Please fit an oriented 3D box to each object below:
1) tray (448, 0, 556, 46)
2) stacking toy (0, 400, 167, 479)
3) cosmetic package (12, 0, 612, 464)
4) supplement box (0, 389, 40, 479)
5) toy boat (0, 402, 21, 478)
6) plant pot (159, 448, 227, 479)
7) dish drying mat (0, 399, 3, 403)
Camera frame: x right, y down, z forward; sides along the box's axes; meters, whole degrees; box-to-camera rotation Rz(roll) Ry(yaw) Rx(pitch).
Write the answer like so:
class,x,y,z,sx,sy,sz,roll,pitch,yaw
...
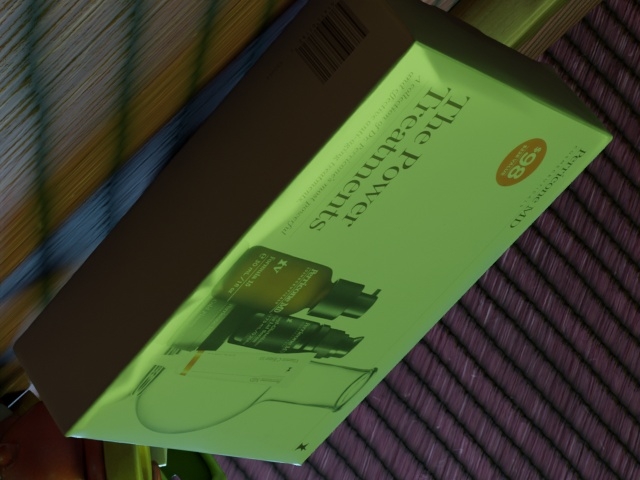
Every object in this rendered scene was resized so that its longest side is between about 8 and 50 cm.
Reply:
class,x,y,z,sx,sy,sz,roll,pitch,yaw
tray,0.170,-0.218,2.053,0.411,0.076,0.203,-43,177,41
stacking toy,-0.219,0.204,1.716,0.130,0.279,0.309,-6,135,-1
cosmetic package,0.000,0.000,1.327,0.377,0.097,0.284,-48,149,19
supplement box,-0.317,0.295,1.890,0.194,0.191,0.129,-41,-175,-2
toy boat,-0.333,0.263,1.701,0.151,0.151,0.231,-39,176,-41
plant pot,-0.279,0.295,2.303,0.207,0.228,0.227,-36,178,10
dish drying mat,-0.349,0.188,1.802,0.083,0.008,0.032,-43,178,19
